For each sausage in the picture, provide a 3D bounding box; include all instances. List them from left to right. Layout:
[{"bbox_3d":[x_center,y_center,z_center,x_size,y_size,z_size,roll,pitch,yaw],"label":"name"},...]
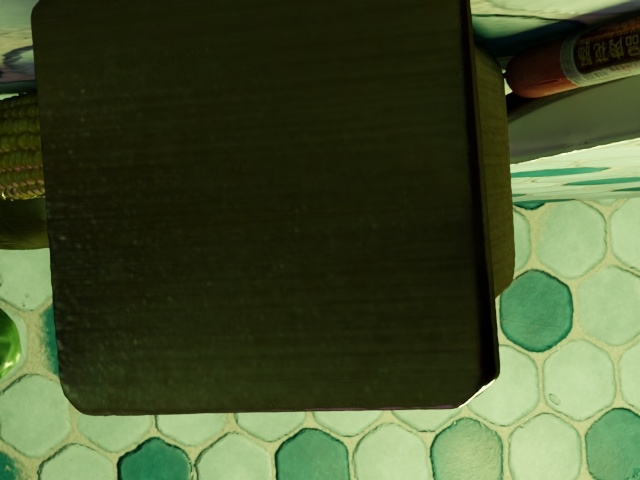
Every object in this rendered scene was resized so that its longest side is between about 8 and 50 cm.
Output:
[{"bbox_3d":[0.176,-0.105,0.767,0.034,0.034,0.253,-3,178,-29],"label":"sausage"}]

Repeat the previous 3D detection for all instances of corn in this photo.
[{"bbox_3d":[-0.133,-0.065,0.895,0.203,0.072,0.072,-5,178,26],"label":"corn"}]

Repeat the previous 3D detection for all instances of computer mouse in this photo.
[{"bbox_3d":[0.183,-0.086,0.927,0.245,0.056,0.126,-13,-178,-2],"label":"computer mouse"}]

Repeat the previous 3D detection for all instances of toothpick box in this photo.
[{"bbox_3d":[0.009,-0.029,0.725,0.190,0.188,0.308,-5,-178,15],"label":"toothpick box"}]

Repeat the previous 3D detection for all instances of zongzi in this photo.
[{"bbox_3d":[-0.181,-0.046,1.172,0.204,0.094,0.205,-7,-179,-41],"label":"zongzi"}]

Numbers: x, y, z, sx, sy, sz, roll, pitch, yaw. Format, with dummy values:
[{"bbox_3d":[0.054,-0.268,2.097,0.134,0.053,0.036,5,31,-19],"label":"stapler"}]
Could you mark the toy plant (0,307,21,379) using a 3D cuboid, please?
[{"bbox_3d":[-0.426,0.060,1.196,0.317,0.211,0.356,32,142,-12],"label":"toy plant"}]
